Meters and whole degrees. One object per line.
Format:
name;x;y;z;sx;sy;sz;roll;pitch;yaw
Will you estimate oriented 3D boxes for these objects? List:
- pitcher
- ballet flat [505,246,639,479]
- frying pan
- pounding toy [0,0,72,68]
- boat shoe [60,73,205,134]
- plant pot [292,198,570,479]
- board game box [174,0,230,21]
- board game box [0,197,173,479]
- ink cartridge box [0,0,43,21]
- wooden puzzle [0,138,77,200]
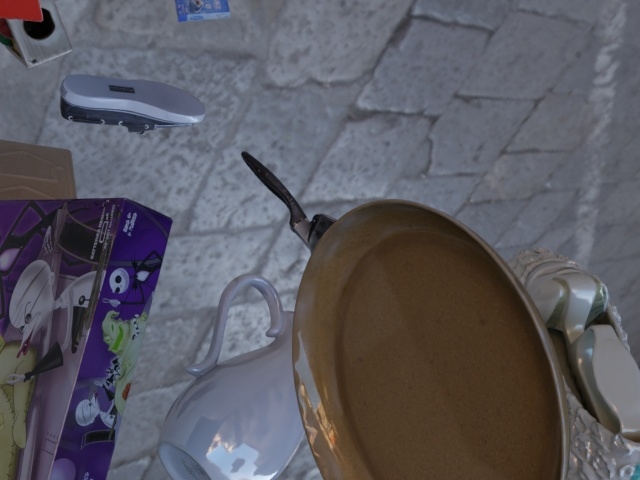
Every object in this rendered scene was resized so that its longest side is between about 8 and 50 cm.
pitcher;-0.079;0.147;0.813;0.207;0.178;0.125;-41;-176;-38
ballet flat;0.324;0.125;0.969;0.147;0.409;0.147;-4;133;-4
frying pan;0.008;-0.001;1.039;0.053;0.326;0.197;-45;-175;-13
pounding toy;-0.483;-0.388;1.274;0.094;0.181;0.206;-30;131;-21
boat shoe;-0.301;-0.205;1.278;0.228;0.080;0.076;2;137;-28
plant pot;0.061;0.091;0.493;0.032;0.236;0.236;-8;141;-36
board game box;-0.208;-0.423;1.382;0.090;0.090;0.020;-9;161;-15
board game box;-0.219;0.142;0.512;0.056;0.208;0.347;26;70;-46
ink cartridge box;-0.545;-0.405;0.950;0.091;0.384;0.308;-56;149;-50
wooden puzzle;-0.575;-0.085;1.331;0.322;0.348;0.081;7;116;-25
